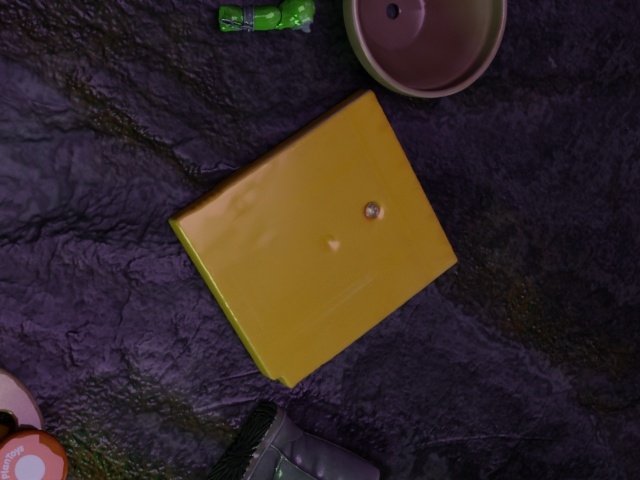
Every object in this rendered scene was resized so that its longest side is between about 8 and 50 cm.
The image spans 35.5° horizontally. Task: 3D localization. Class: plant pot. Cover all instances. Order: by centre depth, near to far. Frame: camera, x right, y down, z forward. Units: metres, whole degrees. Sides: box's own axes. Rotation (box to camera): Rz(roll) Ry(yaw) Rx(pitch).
[{"bbox_3d":[0.121,-0.308,1.321,0.237,0.110,0.237,-4,98,-26],"label":"plant pot"}]

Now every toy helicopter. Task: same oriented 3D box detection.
[{"bbox_3d":[-0.465,0.273,1.078,0.355,0.140,0.235,-45,103,-19],"label":"toy helicopter"}]

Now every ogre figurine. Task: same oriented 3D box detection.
[{"bbox_3d":[-0.047,-0.346,1.244,0.118,0.097,0.197,16,73,-10],"label":"ogre figurine"}]

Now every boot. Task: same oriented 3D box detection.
[{"bbox_3d":[-0.038,0.338,1.350,0.208,0.076,0.189,44,78,-31],"label":"boot"}]

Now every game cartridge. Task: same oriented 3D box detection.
[{"bbox_3d":[0.000,0.000,1.336,0.324,0.053,0.285,-35,110,-17],"label":"game cartridge"}]
